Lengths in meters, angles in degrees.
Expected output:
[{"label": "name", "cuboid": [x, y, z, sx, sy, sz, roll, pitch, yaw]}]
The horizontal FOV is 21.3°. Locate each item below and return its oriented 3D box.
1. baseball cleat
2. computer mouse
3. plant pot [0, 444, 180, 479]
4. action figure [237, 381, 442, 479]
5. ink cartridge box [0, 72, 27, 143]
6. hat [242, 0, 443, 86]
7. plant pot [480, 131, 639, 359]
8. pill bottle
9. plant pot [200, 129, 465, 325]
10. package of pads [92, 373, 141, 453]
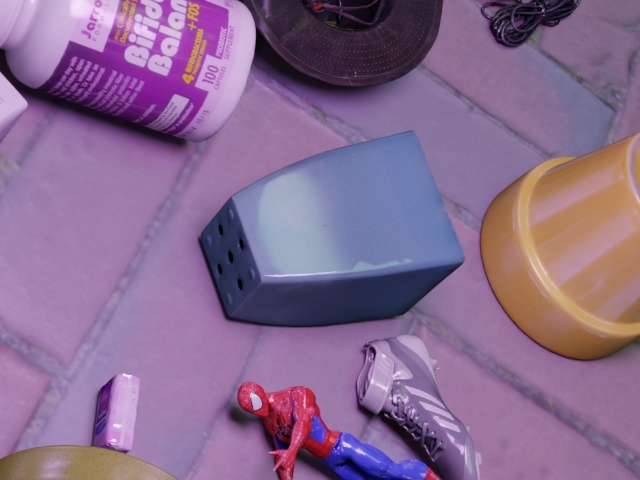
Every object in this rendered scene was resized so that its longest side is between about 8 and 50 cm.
[{"label": "baseball cleat", "cuboid": [0.103, 0.200, 1.900, 0.109, 0.072, 0.206, -5, 53, -29]}, {"label": "computer mouse", "cuboid": [0.247, -0.412, 2.344, 0.188, 0.072, 0.272, -31, 84, -40]}, {"label": "plant pot", "cuboid": [-0.221, 0.374, 1.422, 0.366, 0.366, 0.353, 29, 40, -18]}, {"label": "action figure", "cuboid": [0.018, 0.254, 1.793, 0.280, 0.091, 0.139, 36, 46, -13]}, {"label": "ink cartridge box", "cuboid": [-0.462, -0.093, 1.598, 0.198, 0.197, 0.270, 49, 48, 0]}, {"label": "hat", "cuboid": [0.001, -0.340, 2.097, 0.331, 0.134, 0.331, 5, 81, -29]}, {"label": "plant pot", "cuboid": [0.363, -0.013, 2.084, 0.254, 0.239, 0.254, 16, 56, -25]}, {"label": "pill bottle", "cuboid": [-0.236, -0.228, 1.849, 0.301, 0.169, 0.169, 17, 56, -25]}, {"label": "plant pot", "cuboid": [0.000, 0.000, 1.890, 0.234, 0.166, 0.165, -10, 70, -29]}, {"label": "package of pads", "cuboid": [-0.206, 0.180, 1.712, 0.032, 0.050, 0.083, 20, 55, -24]}]
